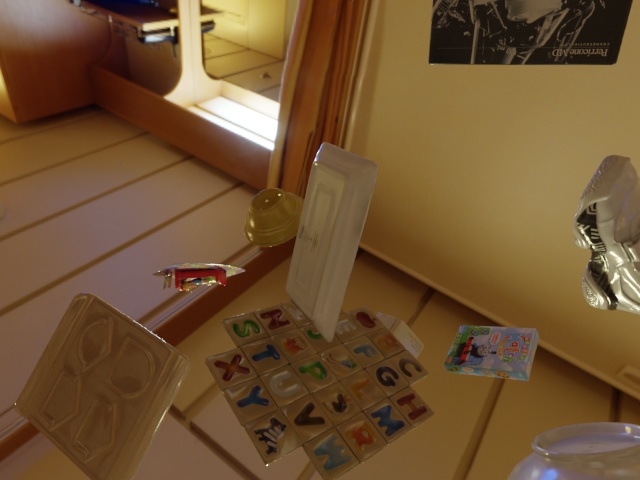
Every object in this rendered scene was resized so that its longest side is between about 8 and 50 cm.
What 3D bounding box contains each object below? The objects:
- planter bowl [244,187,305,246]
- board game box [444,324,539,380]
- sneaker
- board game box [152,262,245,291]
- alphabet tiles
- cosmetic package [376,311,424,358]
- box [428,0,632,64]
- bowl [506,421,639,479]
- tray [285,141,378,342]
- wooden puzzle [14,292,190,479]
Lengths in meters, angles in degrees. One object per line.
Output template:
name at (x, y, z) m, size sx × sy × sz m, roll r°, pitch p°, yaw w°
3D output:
planter bowl at (-0.147, -0.092, 1.299) m, size 0.217 × 0.090 × 0.217 m, roll -12°, pitch -134°, yaw 13°
board game box at (0.464, 0.299, 1.176) m, size 0.211 × 0.039 × 0.160 m, roll -6°, pitch -151°, yaw 40°
sneaker at (0.556, 0.015, 0.709) m, size 0.210 × 0.366 × 0.137 m, roll 20°, pitch -117°, yaw 45°
board game box at (-0.215, 0.072, 0.771) m, size 0.133 × 0.168 × 0.033 m, roll 9°, pitch -107°, yaw -37°
alphabet tiles at (0.011, 0.199, 0.678) m, size 0.342 × 0.011 × 0.285 m, roll -9°, pitch -137°, yaw -41°
cosmetic package at (0.173, 0.399, 1.348) m, size 0.113 × 0.160 × 0.309 m, roll 6°, pitch -125°, yaw 56°
box at (0.401, -0.511, 0.830) m, size 0.343 × 0.313 × 0.179 m, roll 8°, pitch -149°, yaw 20°
bowl at (0.357, 0.314, 0.540) m, size 0.297 × 0.298 × 0.134 m, roll -7°, pitch -105°, yaw -20°
tray at (0.000, 0.000, 0.640) m, size 0.030 × 0.271 × 0.145 m, roll 2°, pitch -158°, yaw -32°
wooden puzzle at (-0.492, 0.333, 0.996) m, size 0.347 × 0.080 × 0.322 m, roll 24°, pitch -96°, yaw 19°
